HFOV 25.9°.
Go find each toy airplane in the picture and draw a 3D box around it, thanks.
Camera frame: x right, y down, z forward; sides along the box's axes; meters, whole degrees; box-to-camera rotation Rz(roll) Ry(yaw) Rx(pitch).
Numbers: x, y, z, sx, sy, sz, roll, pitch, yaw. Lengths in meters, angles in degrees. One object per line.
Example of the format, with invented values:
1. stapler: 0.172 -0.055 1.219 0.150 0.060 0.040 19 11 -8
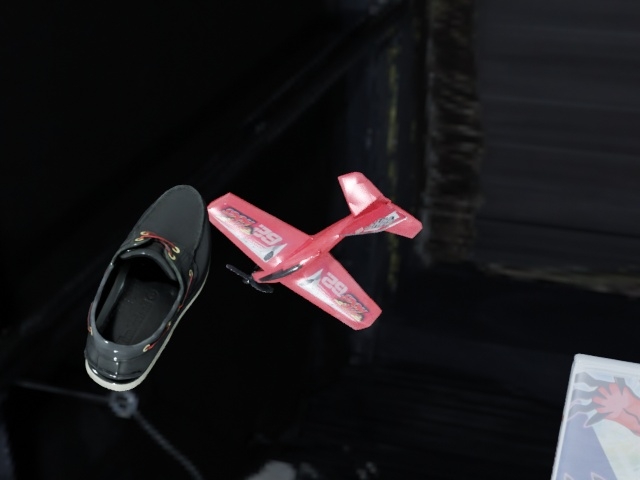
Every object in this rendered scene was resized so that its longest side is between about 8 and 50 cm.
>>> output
1. toy airplane: 0.000 0.000 0.899 0.151 0.151 0.028 73 -157 -48

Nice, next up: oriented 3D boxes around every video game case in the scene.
1. video game case: 0.297 0.199 1.163 0.023 0.201 0.183 -60 -22 -75

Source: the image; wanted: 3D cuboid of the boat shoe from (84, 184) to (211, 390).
1. boat shoe: -0.089 0.018 0.754 0.042 0.049 0.133 108 -178 -51
